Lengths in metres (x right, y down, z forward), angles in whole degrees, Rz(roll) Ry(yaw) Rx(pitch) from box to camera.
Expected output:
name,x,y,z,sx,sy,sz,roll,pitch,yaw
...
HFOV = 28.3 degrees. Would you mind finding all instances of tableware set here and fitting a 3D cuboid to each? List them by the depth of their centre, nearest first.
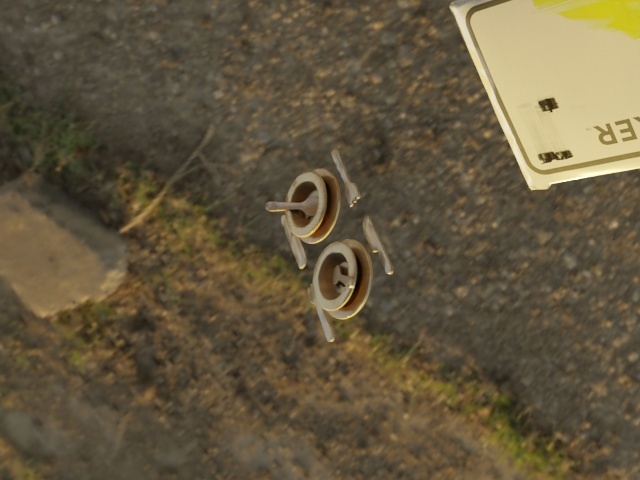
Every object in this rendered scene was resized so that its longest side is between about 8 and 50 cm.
name,x,y,z,sx,sy,sz,roll,pitch,yaw
tableware set,0.000,0.000,1.391,0.128,0.039,0.194,-51,45,33

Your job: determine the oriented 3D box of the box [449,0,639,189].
name,x,y,z,sx,sy,sz,roll,pitch,yaw
box,0.206,-0.136,0.543,0.169,0.290,0.087,-9,114,46
